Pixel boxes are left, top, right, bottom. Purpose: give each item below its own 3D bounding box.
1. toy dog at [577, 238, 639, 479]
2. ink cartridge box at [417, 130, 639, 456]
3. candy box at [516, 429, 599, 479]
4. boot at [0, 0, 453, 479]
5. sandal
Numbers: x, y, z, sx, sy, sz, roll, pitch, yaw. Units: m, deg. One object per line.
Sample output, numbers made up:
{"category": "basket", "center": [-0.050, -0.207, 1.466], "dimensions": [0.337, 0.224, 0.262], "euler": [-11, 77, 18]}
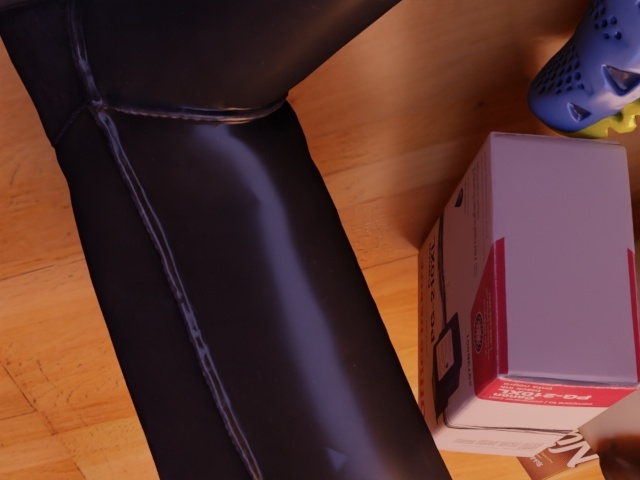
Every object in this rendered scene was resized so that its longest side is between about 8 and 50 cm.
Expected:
{"category": "toy dog", "center": [0.348, 0.041, 0.816], "dimensions": [0.395, 0.284, 0.408], "euler": [5, 142, -36]}
{"category": "ink cartridge box", "center": [0.140, 0.051, 0.839], "dimensions": [0.100, 0.172, 0.237], "euler": [4, 159, -6]}
{"category": "candy box", "center": [0.211, 0.143, 1.058], "dimensions": [0.109, 0.053, 0.187], "euler": [-23, 127, 15]}
{"category": "boot", "center": [-0.002, 0.000, 0.717], "dimensions": [0.367, 0.146, 0.445], "euler": [-4, 110, 37]}
{"category": "sandal", "center": [0.229, -0.204, 0.730], "dimensions": [0.138, 0.126, 0.317], "euler": [29, 117, -15]}
